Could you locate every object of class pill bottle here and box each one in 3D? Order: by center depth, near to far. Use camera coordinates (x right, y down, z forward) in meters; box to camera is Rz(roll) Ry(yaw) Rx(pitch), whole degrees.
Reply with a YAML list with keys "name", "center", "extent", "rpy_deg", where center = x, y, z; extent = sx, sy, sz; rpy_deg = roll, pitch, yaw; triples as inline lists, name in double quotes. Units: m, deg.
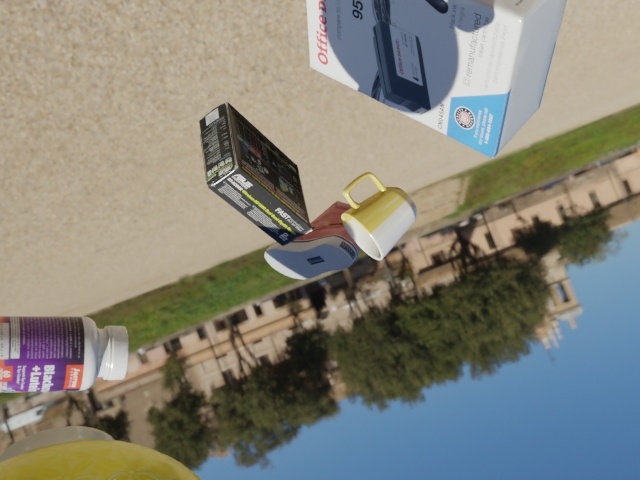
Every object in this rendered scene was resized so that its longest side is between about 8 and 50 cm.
- name: "pill bottle"
  center: [-0.380, 0.162, 1.164]
  extent: [0.194, 0.108, 0.108]
  rpy_deg: [2, 169, -24]

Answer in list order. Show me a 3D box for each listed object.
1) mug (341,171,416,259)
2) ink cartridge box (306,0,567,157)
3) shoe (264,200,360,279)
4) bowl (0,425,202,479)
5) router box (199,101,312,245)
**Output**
- name: "mug"
  center: [0.063, -0.027, 0.836]
  extent: [0.064, 0.062, 0.078]
  rpy_deg: [-40, 143, -12]
- name: "ink cartridge box"
  center: [0.173, -0.356, 1.327]
  extent: [0.166, 0.395, 0.285]
  rpy_deg: [-45, 153, -28]
- name: "shoe"
  center: [0.000, 0.000, 1.101]
  extent: [0.178, 0.063, 0.081]
  rpy_deg: [-11, -142, 52]
- name: "bowl"
  center: [-0.219, 0.258, 0.702]
  extent: [0.290, 0.156, 0.289]
  rpy_deg: [-15, 136, -15]
- name: "router box"
  center: [-0.063, -0.063, 0.788]
  extent: [0.038, 0.092, 0.122]
  rpy_deg: [-31, 137, 19]
